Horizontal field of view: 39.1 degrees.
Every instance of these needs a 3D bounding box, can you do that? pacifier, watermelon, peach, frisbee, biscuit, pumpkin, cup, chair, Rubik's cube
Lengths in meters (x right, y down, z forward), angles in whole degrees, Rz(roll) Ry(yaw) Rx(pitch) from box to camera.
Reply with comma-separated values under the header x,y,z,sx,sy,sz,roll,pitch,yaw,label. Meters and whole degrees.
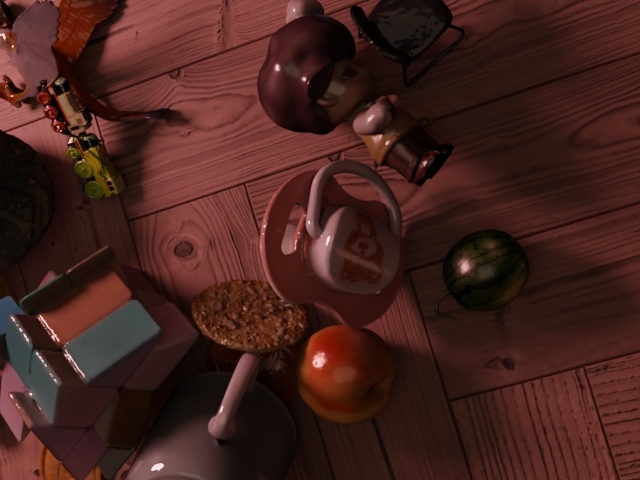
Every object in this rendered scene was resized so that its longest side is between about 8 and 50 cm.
x,y,z,sx,sy,sz,roll,pitch,yaw,label
0.015,0.016,1.568,0.273,0.332,0.220,-40,45,30,pacifier
0.270,0.064,1.567,0.187,0.141,0.140,-33,85,15,watermelon
0.041,0.236,1.606,0.184,0.184,0.184,0,92,12,peach
-0.131,0.239,1.708,0.192,0.035,0.192,0,92,12,frisbee
-0.126,0.132,1.619,0.220,0.220,0.033,15,119,11,biscuit
-0.671,-0.074,1.697,0.328,0.257,0.291,-42,57,0,pumpkin
-0.179,0.366,1.546,0.259,0.274,0.356,21,117,2,cup
-0.492,0.440,1.791,0.142,0.029,0.220,16,95,11,biscuit
0.144,-0.369,1.535,0.145,0.221,0.140,-45,83,10,chair
-0.412,0.201,1.606,0.358,0.368,0.387,43,101,29,Rubik's cube

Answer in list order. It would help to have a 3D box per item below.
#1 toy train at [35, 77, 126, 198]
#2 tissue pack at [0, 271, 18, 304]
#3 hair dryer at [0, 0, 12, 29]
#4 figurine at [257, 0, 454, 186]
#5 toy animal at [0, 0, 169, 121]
x,y,z,sx,sy,sz,roll,pitch,yaw,label
-0.455,-0.194,1.704,0.085,0.053,0.249,-16,115,15,toy train
-0.651,0.159,1.797,0.095,0.062,0.176,-27,87,13,tissue pack
-0.760,-0.391,1.774,0.362,0.128,0.203,-23,75,0,hair dryer
0.057,-0.248,1.530,0.365,0.218,0.206,27,131,17,figurine
-0.482,-0.316,1.740,0.302,0.225,0.284,-20,109,24,toy animal
